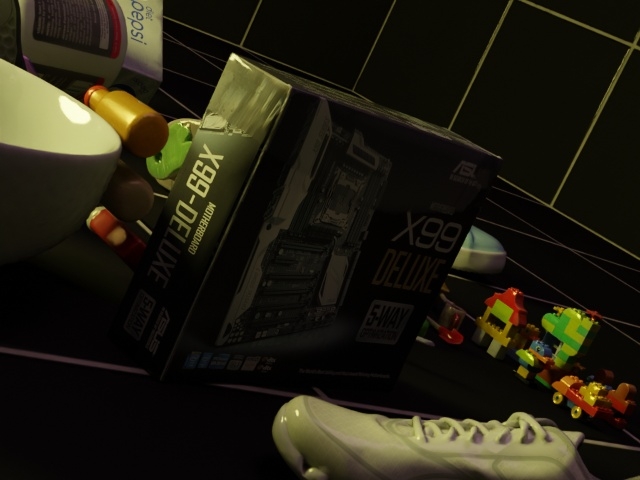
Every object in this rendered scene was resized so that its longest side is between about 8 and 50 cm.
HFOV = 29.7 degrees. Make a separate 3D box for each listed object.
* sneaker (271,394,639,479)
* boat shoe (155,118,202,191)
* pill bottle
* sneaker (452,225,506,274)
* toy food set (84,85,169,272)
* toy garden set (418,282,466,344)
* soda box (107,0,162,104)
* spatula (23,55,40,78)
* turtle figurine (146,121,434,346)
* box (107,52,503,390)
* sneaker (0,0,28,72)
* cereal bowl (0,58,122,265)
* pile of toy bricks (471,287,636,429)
[{"bbox_3d":[0.110,0.162,0.832,0.292,0.118,0.110,23,13,-2],"label":"sneaker"},{"bbox_3d":[-0.050,-0.069,1.478,0.324,0.123,0.116,23,1,24],"label":"boat shoe"},{"bbox_3d":[-0.405,-0.279,1.561,0.176,0.176,0.318,30,12,22],"label":"pill bottle"},{"bbox_3d":[0.136,-0.069,1.838,0.366,0.150,0.135,24,12,-8],"label":"sneaker"},{"bbox_3d":[-0.139,-0.025,1.066,0.104,0.111,0.232,37,-9,48],"label":"toy food set"},{"bbox_3d":[0.091,0.050,1.458,0.204,0.049,0.244,21,12,-20],"label":"toy garden set"},{"bbox_3d":[-0.307,-0.328,1.890,0.098,0.091,0.286,18,43,-27],"label":"soda box"},{"bbox_3d":[-0.403,-0.239,1.368,0.084,0.030,0.296,1,-34,35],"label":"spatula"},{"bbox_3d":[-0.026,-0.036,1.231,0.266,0.197,0.275,7,17,-46],"label":"turtle figurine"},{"bbox_3d":[0.000,0.000,1.008,0.076,0.242,0.307,34,13,36],"label":"box"},{"bbox_3d":[-0.344,-0.179,1.188,0.086,0.226,0.163,-22,19,-28],"label":"sneaker"},{"bbox_3d":[-0.327,-0.073,0.890,0.339,0.141,0.339,25,11,-5],"label":"cereal bowl"},{"bbox_3d":[0.288,0.124,1.405,0.118,0.105,0.212,16,15,-39],"label":"pile of toy bricks"}]
